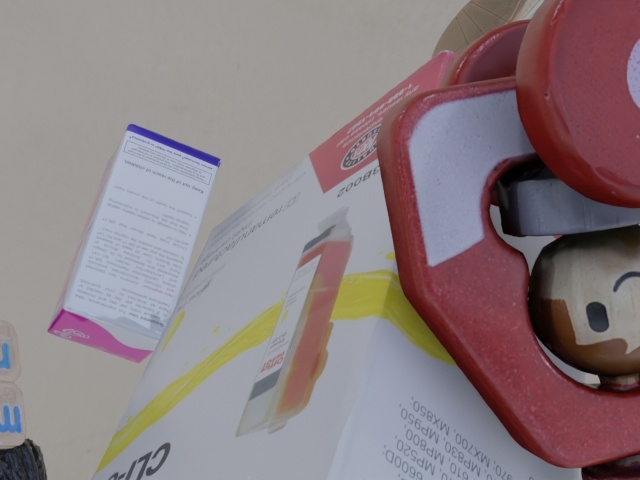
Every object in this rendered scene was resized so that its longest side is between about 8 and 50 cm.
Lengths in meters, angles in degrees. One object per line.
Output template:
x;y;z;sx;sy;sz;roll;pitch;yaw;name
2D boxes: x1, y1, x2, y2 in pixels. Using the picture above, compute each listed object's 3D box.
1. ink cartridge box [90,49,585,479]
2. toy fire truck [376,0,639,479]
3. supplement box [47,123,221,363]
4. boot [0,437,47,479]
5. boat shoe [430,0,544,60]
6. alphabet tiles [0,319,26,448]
0.006;0.104;0.587;0.160;0.279;0.385;40;41;-20;ink cartridge box
0.188;0.002;0.444;0.302;0.169;0.254;-12;92;-8;toy fire truck
-0.199;0.006;1.031;0.113;0.111;0.220;21;64;-18;supplement box
-0.280;0.330;1.021;0.131;0.348;0.260;-5;70;-46;boot
0.266;-0.297;1.225;0.285;0.103;0.092;-45;131;16;boat shoe
-0.394;0.132;0.936;0.021;0.284;0.278;-18;72;19;alphabet tiles
